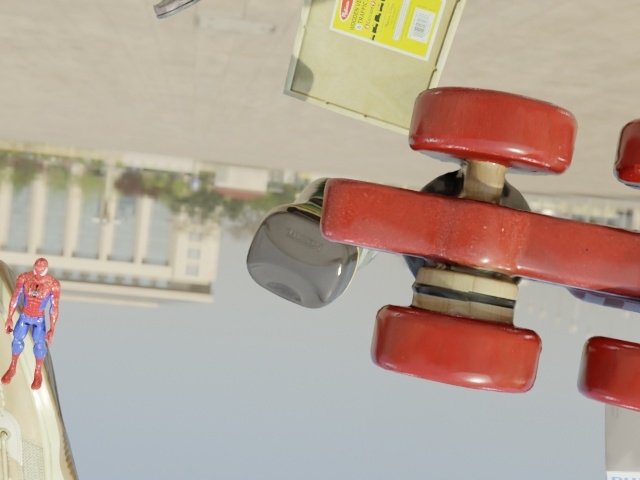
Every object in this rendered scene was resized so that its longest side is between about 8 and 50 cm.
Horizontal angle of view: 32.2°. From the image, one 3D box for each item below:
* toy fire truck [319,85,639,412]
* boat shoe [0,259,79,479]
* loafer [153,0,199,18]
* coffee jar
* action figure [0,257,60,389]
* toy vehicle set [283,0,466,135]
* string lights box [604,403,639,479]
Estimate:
[{"bbox_3d":[0.152,0.012,0.730,0.302,0.169,0.254,9,178,3],"label":"toy fire truck"},{"bbox_3d":[-0.280,0.164,0.993,0.098,0.302,0.109,-13,-153,-12],"label":"boat shoe"},{"bbox_3d":[-0.137,-0.292,1.244,0.125,0.039,0.045,-33,-156,-16],"label":"loafer"},{"bbox_3d":[0.000,0.000,1.023,0.096,0.079,0.184,25,-162,9],"label":"coffee jar"},{"bbox_3d":[-0.218,0.062,0.839,0.038,0.115,0.030,14,-154,-3],"label":"action figure"},{"bbox_3d":[0.067,-0.249,1.186,0.166,0.267,0.035,20,-142,4],"label":"toy vehicle set"},{"bbox_3d":[0.325,0.239,1.096,0.076,0.133,0.260,-2,137,17],"label":"string lights box"}]
